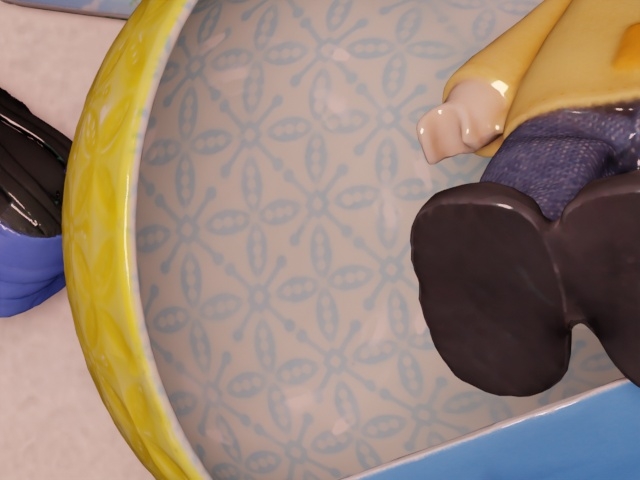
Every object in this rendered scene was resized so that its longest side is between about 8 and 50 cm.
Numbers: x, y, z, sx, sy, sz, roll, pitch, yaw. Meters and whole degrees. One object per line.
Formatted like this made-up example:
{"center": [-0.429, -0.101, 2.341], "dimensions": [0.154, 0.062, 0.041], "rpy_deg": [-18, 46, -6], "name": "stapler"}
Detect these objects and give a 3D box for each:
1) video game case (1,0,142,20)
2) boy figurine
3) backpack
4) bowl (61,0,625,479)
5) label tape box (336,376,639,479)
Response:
{"center": [-0.045, -0.204, 0.833], "dimensions": [0.193, 0.023, 0.212], "rpy_deg": [8, 91, 9], "name": "video game case"}
{"center": [0.129, -0.061, 0.641], "dimensions": [0.177, 0.285, 0.092], "rpy_deg": [-1, 127, 27], "name": "boy figurine"}
{"center": [-0.163, -0.018, 0.818], "dimensions": [0.120, 0.098, 0.101], "rpy_deg": [33, 124, 8], "name": "backpack"}
{"center": [0.000, 0.000, 0.742], "dimensions": [0.156, 0.289, 0.290], "rpy_deg": [-2, 89, 51], "name": "bowl"}
{"center": [0.090, 0.222, 0.666], "dimensions": [0.249, 0.115, 0.348], "rpy_deg": [-21, 131, 9], "name": "label tape box"}
